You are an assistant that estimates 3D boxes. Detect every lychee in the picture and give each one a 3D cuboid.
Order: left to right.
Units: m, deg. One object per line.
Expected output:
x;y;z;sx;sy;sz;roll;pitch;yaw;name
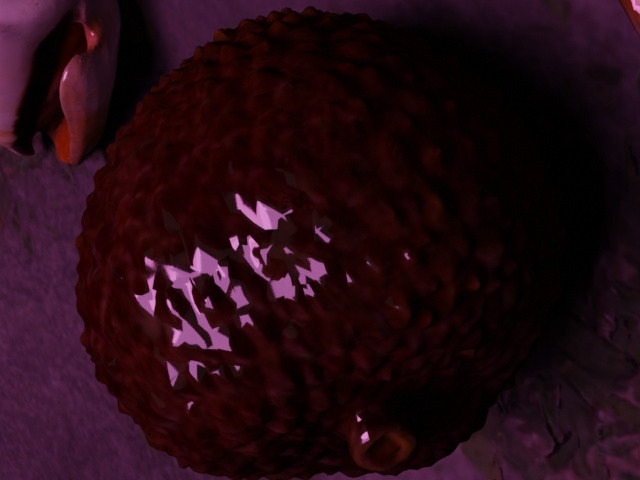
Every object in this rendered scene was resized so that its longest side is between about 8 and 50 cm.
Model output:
0.000;0.003;0.495;0.194;0.194;0.194;21;121;39;lychee

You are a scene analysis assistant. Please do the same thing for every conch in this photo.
-0.154;-0.092;0.681;0.104;0.094;0.176;12;129;-2;conch

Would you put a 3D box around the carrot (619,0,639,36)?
0.216;-0.101;0.302;0.307;0.100;0.258;5;108;37;carrot
